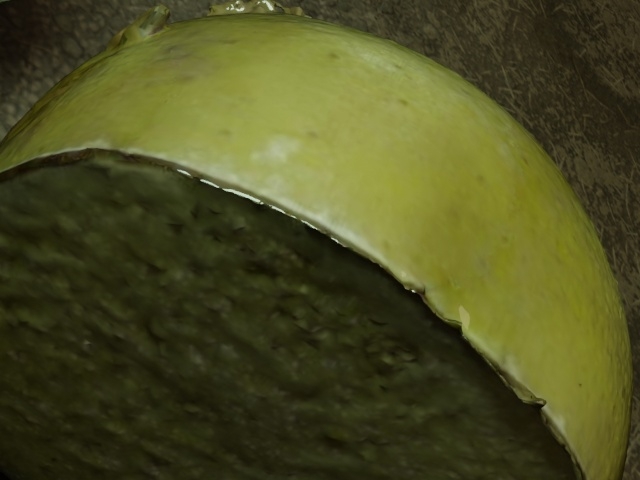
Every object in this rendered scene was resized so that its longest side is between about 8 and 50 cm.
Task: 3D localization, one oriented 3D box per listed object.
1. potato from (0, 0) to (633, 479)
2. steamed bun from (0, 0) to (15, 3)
[{"bbox_3d":[-0.005,0.034,0.739,0.442,0.385,0.319,36,45,-8],"label":"potato"},{"bbox_3d":[-0.308,-0.308,0.790,0.343,0.255,0.367,-4,40,-31],"label":"steamed bun"}]
